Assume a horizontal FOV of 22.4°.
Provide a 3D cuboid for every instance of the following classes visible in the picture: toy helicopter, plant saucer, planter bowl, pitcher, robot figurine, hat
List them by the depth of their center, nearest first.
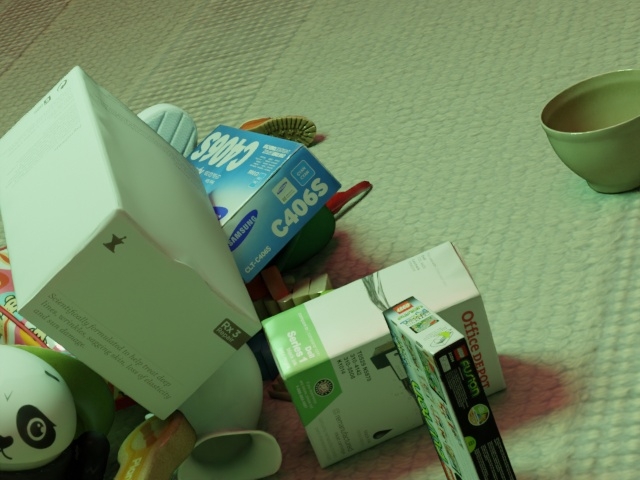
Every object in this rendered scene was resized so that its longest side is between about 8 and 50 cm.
[{"bbox_3d":[-0.184,0.275,1.542,0.235,0.140,0.355,-27,22,28],"label":"toy helicopter"},{"bbox_3d":[-0.345,0.242,1.646,0.173,0.278,0.209,28,25,23],"label":"robot figurine"},{"bbox_3d":[-0.142,0.195,1.773,0.178,0.125,0.207,-28,37,5],"label":"pitcher"},{"bbox_3d":[-0.346,0.207,1.781,0.241,0.241,0.037,-18,47,7],"label":"plant saucer"},{"bbox_3d":[0.364,-0.127,2.003,0.162,0.109,0.162,-17,25,9],"label":"planter bowl"},{"bbox_3d":[0.000,0.000,2.141,0.173,0.183,0.208,21,88,58],"label":"hat"}]

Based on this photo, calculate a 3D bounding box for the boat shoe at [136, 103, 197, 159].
[{"bbox_3d":[-0.290,-0.045,2.197,0.335,0.121,0.119,-57,28,2],"label":"boat shoe"}]

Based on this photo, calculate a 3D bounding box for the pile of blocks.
[{"bbox_3d":[-0.043,0.094,1.885,0.362,0.112,0.149,3,35,42],"label":"pile of blocks"}]

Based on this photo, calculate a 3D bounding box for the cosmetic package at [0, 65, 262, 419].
[{"bbox_3d":[-0.219,-0.008,1.745,0.156,0.217,0.385,-43,28,11],"label":"cosmetic package"}]

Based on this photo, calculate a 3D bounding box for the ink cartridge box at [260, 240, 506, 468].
[{"bbox_3d":[0.069,0.119,1.682,0.219,0.160,0.092,-23,44,-3],"label":"ink cartridge box"}]

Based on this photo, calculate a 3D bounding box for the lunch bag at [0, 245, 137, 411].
[{"bbox_3d":[-0.298,0.096,1.934,0.258,0.120,0.293,-17,33,-32],"label":"lunch bag"}]

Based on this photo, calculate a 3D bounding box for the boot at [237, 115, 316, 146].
[{"bbox_3d":[-0.071,-0.169,2.482,0.158,0.059,0.084,-10,23,25],"label":"boot"}]

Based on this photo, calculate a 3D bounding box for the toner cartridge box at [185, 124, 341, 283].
[{"bbox_3d":[-0.110,-0.053,2.010,0.165,0.075,0.348,-47,20,-9],"label":"toner cartridge box"}]

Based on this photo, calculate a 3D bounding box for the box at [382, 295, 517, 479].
[{"bbox_3d":[0.127,0.162,1.515,0.036,0.207,0.114,-28,27,-12],"label":"box"}]
